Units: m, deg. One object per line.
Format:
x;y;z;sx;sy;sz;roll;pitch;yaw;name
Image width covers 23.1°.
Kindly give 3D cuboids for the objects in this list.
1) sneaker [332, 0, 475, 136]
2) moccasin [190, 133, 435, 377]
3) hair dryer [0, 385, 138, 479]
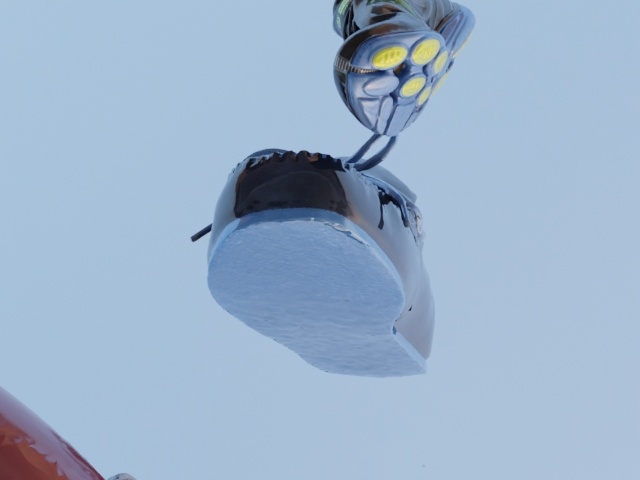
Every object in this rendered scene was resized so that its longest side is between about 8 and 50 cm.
0.036;-0.112;0.900;0.078;0.188;0.067;29;-67;5;sneaker
0.000;0.000;0.991;0.138;0.342;0.116;2;-107;8;moccasin
-0.088;0.089;0.526;0.224;0.293;0.080;24;-90;-17;hair dryer
